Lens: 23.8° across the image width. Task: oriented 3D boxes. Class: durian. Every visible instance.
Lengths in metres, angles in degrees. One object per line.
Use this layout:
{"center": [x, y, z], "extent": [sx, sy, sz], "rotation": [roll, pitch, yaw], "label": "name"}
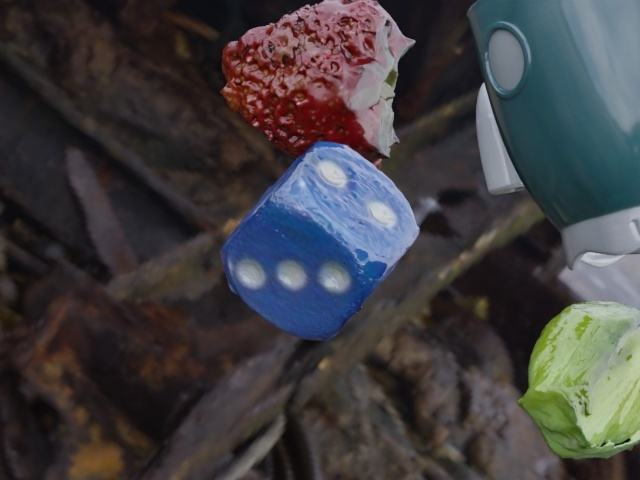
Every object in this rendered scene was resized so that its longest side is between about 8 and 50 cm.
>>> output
{"center": [0.247, 0.122, 1.349], "extent": [0.101, 0.139, 0.250], "rotation": [13, 11, 24], "label": "durian"}

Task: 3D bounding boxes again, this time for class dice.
{"center": [0.000, 0.000, 1.472], "extent": [0.146, 0.146, 0.143], "rotation": [40, 35, -1], "label": "dice"}

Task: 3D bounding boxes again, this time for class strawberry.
{"center": [-0.006, -0.168, 1.600], "extent": [0.201, 0.187, 0.184], "rotation": [6, 37, 6], "label": "strawberry"}

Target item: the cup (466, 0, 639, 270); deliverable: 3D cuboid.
{"center": [0.189, -0.076, 0.937], "extent": [0.167, 0.299, 0.173], "rotation": [-9, 83, -27], "label": "cup"}
